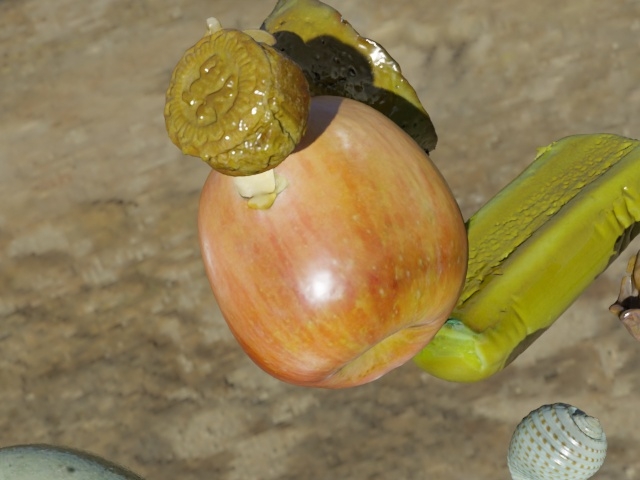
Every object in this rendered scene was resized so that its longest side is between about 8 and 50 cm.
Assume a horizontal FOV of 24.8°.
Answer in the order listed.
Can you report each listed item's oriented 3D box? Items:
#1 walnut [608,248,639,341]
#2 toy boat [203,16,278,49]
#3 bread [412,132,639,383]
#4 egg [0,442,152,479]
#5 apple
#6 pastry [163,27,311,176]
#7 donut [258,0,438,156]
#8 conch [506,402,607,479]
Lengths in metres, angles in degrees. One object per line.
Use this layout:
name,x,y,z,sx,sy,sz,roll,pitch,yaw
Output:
walnut,0.389,-0.004,1.344,0.238,0.141,0.204,-49,18,44
toy boat,-0.070,-0.135,1.487,0.088,0.226,0.068,-37,53,-17
bread,0.229,0.019,1.581,0.166,0.112,0.383,17,48,44
egg,-0.271,0.388,1.625,0.287,0.379,0.287,-53,10,14
apple,0.000,0.000,1.282,0.242,0.242,0.241,-26,69,-13
pastry,-0.058,-0.095,1.021,0.097,0.057,0.109,-52,52,9
donut,0.013,-0.171,1.759,0.107,0.272,0.272,-46,34,-14
conch,0.186,0.164,1.172,0.085,0.056,0.076,-35,57,4
